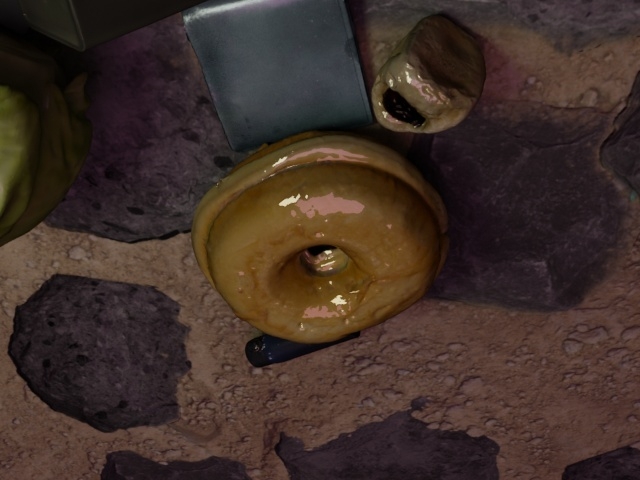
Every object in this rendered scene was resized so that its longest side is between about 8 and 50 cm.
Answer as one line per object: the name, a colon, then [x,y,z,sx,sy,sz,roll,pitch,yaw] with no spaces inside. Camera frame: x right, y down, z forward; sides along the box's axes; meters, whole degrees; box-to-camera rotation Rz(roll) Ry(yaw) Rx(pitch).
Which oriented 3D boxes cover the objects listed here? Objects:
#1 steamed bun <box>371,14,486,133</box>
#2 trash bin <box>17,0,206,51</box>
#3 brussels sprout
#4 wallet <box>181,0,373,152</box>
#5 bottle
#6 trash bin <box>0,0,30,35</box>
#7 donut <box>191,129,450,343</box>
steamed bun: [0.150,-0.232,1.149,0.140,0.172,0.155,38,141,-13]
trash bin: [-0.253,-0.349,0.970,0.164,0.240,0.122,28,141,33]
brussels sprout: [-0.527,-0.130,1.059,0.342,0.425,0.361,26,102,8]
wallet: [-0.060,-0.274,1.179,0.251,0.054,0.290,-9,131,12]
bottle: [-0.040,0.201,1.568,0.244,0.072,0.082,-22,147,20]
trash bin: [-0.476,-0.397,1.018,0.236,0.177,0.101,27,126,-24]
donut: [0.000,0.000,1.309,0.448,0.198,0.449,0,133,0]
